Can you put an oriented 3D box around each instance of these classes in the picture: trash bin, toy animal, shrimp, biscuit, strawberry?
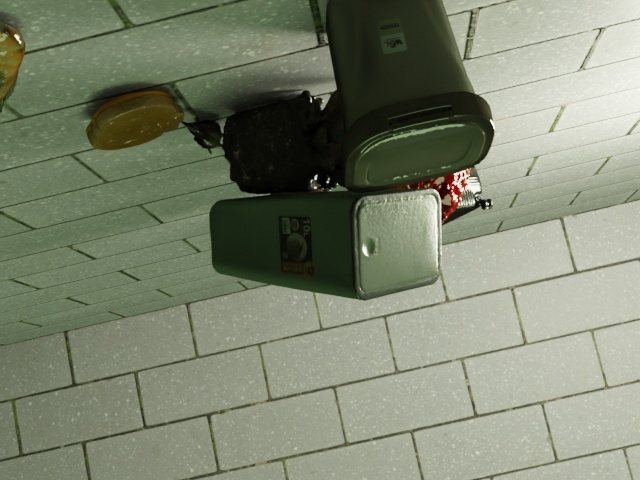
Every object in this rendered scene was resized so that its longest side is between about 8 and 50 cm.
[{"bbox_3d":[0.115,-0.228,1.372,0.219,0.250,0.219,-12,168,-4],"label":"trash bin"},{"bbox_3d":[0.000,0.000,1.570,0.343,0.158,0.223,1,-173,42],"label":"trash bin"},{"bbox_3d":[-0.203,-0.187,1.716,0.105,0.070,0.202,11,178,18],"label":"toy animal"},{"bbox_3d":[-0.498,-0.228,1.248,0.198,0.051,0.262,-1,163,-21],"label":"shrimp"},{"bbox_3d":[-0.305,-0.206,1.554,0.170,0.050,0.170,-20,171,-4],"label":"biscuit"},{"bbox_3d":[0.203,-0.164,1.977,0.261,0.258,0.261,15,161,5],"label":"strawberry"}]

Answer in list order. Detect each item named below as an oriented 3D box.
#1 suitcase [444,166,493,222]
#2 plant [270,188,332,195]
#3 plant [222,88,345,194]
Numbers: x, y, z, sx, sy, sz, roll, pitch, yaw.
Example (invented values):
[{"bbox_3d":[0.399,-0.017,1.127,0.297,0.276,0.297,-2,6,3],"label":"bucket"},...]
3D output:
[{"bbox_3d":[0.244,-0.099,2.423,0.229,0.152,0.335,-5,167,-28],"label":"suitcase"},{"bbox_3d":[-0.056,-0.060,2.183,0.178,0.234,0.204,5,-161,23],"label":"plant"},{"bbox_3d":[-0.005,-0.174,1.648,0.320,0.182,0.194,-9,-170,18],"label":"plant"}]
